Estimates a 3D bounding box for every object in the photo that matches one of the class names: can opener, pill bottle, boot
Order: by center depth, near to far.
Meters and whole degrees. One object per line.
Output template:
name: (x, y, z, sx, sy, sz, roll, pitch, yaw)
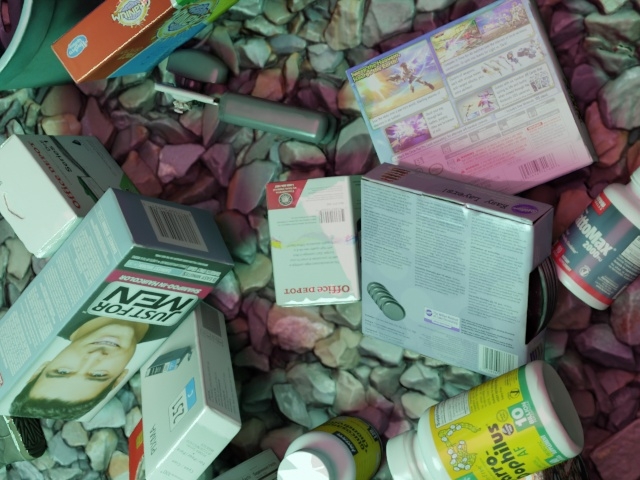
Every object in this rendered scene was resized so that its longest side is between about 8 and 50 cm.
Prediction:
pill bottle: (0.186, 0.229, 1.532, 0.208, 0.117, 0.117, -26, 84, 19)
pill bottle: (0.381, -0.010, 1.692, 0.108, 0.108, 0.180, 44, 107, 13)
pill bottle: (0.011, 0.304, 1.817, 0.103, 0.184, 0.103, 2, 95, 21)
can opener: (-0.110, -0.202, 1.888, 0.280, 0.074, 0.093, 19, 100, 19)
boot: (-0.551, 0.298, 2.105, 0.208, 0.076, 0.189, -21, 84, 28)

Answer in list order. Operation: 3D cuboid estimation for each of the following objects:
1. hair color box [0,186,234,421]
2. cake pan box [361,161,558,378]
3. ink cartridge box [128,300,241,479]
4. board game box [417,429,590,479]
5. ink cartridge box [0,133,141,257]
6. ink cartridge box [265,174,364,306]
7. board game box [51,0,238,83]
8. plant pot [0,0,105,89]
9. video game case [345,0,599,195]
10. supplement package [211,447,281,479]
hair color box: (-0.314, 0.101, 1.889, 0.374, 0.185, 0.113, -46, 53, 27)
cake pan box: (0.175, 0.044, 1.729, 0.267, 0.070, 0.246, 16, 124, 32)
ink cartridge box: (-0.219, 0.255, 1.858, 0.066, 0.296, 0.261, 32, 108, -22)
board game box: (0.259, 0.343, 1.698, 0.141, 0.232, 0.291, -18, 87, 21)
ink cartridge box: (-0.365, -0.067, 1.919, 0.092, 0.219, 0.160, -43, 79, 18)
ink cartridge box: (0.000, 0.000, 1.860, 0.127, 0.072, 0.175, -4, 92, 21)
board game box: (-0.185, -0.337, 1.818, 0.316, 0.242, 0.064, -34, 90, 21)
plant pot: (-0.456, -0.349, 1.874, 0.341, 0.334, 0.341, 1, 93, 21)
video game case: (0.200, -0.167, 1.776, 0.269, 0.061, 0.244, -22, 87, 21)
supplement package: (-0.101, 0.470, 1.865, 0.199, 0.198, 0.262, -40, 80, 20)
